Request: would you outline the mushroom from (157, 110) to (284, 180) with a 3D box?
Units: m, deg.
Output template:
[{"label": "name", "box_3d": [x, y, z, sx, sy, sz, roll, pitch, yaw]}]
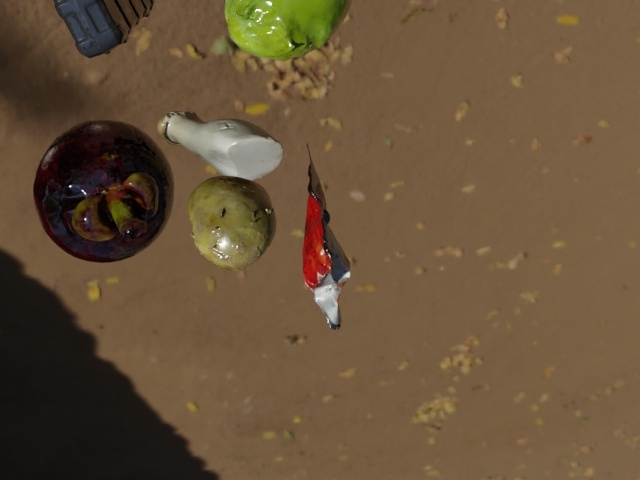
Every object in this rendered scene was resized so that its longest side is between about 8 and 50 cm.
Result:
[{"label": "mushroom", "box_3d": [-0.159, -0.160, 1.465, 0.116, 0.225, 0.093, 37, 82, -49]}]

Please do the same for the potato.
[{"label": "potato", "box_3d": [-0.093, -0.027, 0.965, 0.091, 0.138, 0.070, -4, 128, -11]}]

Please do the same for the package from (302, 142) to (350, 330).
[{"label": "package", "box_3d": [0.000, 0.000, 1.402, 0.071, 0.269, 0.194, -6, 135, -7]}]

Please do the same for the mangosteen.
[{"label": "mangosteen", "box_3d": [-0.446, -0.095, 1.875, 0.297, 0.293, 0.297, 4, 112, 11]}]

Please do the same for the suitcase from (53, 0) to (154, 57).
[{"label": "suitcase", "box_3d": [-0.321, -0.382, 1.285, 0.066, 0.285, 0.206, -22, 112, 10]}]

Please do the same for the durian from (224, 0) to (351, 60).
[{"label": "durian", "box_3d": [-0.059, -0.420, 1.430, 0.255, 0.340, 0.204, -13, 158, -22]}]
